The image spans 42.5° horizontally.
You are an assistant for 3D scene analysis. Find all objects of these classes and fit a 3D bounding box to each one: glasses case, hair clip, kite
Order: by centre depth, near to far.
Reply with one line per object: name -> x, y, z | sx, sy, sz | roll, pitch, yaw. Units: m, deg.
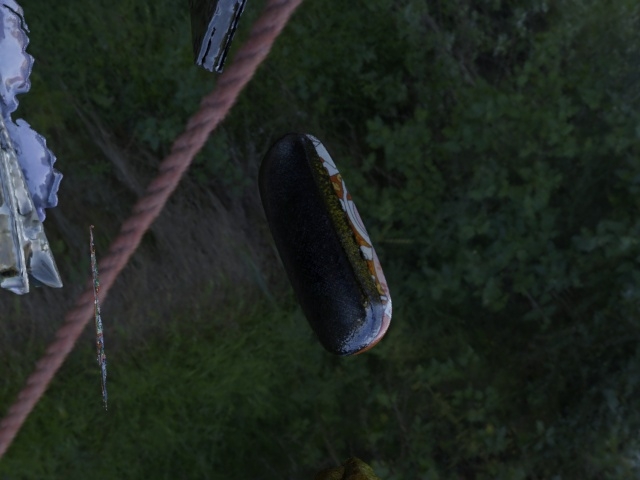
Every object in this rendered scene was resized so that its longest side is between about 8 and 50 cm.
hair clip -> -0.277, -0.092, 0.676 | 0.106, 0.292, 0.084 | -10, -168, 0
kite -> -0.243, 0.096, 0.907 | 0.006, 0.198, 0.244 | -4, 118, -14
glasses case -> 0.000, 0.000, 0.918 | 0.067, 0.267, 0.103 | 1, 149, -42

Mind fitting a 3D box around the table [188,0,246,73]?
table -> -0.088, -0.198, 0.275 | 0.169, 0.172, 0.193 | 11, 129, -21

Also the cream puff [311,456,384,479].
cream puff -> 0.024, 0.402, 1.065 | 0.244, 0.196, 0.244 | -37, 177, -2
